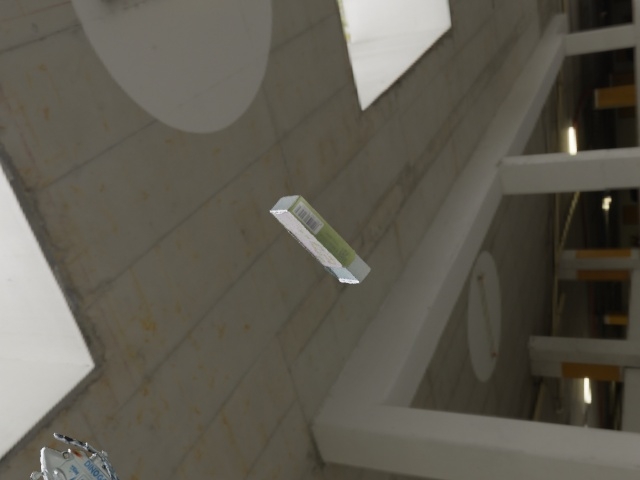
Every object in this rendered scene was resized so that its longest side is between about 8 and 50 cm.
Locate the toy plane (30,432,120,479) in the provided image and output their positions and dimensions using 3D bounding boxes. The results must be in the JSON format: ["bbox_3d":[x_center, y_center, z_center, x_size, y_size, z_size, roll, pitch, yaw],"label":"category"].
[{"bbox_3d":[-0.353,0.436,1.100,0.107,0.182,0.273,-43,-68,-26],"label":"toy plane"}]

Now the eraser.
[{"bbox_3d":[0.000,0.000,0.515,0.083,0.038,0.019,45,-109,-20],"label":"eraser"}]
